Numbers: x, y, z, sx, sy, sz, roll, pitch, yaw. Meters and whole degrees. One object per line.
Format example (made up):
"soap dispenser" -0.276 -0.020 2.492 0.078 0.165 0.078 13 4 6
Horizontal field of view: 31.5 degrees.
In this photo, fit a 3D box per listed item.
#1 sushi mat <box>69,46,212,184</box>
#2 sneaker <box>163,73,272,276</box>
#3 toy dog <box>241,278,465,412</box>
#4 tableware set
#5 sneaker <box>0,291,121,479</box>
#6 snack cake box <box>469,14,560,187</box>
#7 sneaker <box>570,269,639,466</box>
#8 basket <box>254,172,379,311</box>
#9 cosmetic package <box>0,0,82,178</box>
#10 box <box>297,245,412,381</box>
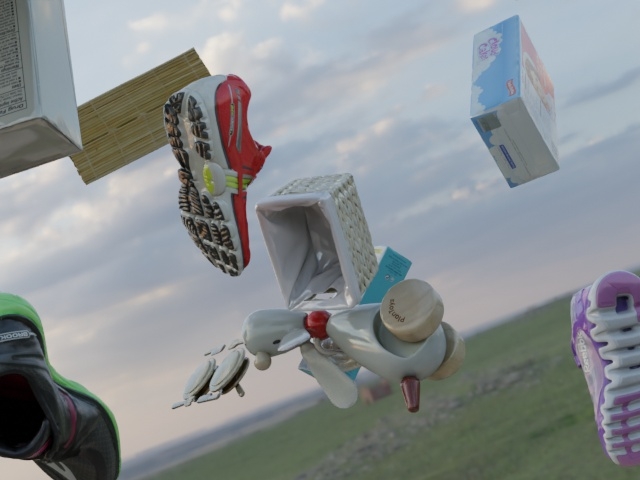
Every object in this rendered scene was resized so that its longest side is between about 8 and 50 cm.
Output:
"sushi mat" -0.344 -0.236 2.163 0.316 0.151 0.019 -28 27 -5
"sneaker" -0.108 -0.078 1.420 0.118 0.279 0.107 -31 43 -33
"toy dog" 0.044 0.167 1.574 0.220 0.161 0.333 34 -37 -31
"tableware set" -0.169 0.231 1.898 0.194 0.039 0.128 -24 31 56
"sneaker" -0.475 0.292 1.838 0.185 0.202 0.483 -13 -44 12
"snack cake box" 0.314 -0.229 1.834 0.089 0.152 0.264 -22 32 24
"sneaker" 0.357 0.155 1.388 0.095 0.236 0.104 -7 -2 -21
"basket" 0.000 0.000 1.541 0.113 0.167 0.103 -5 23 29
"cosmetic package" -0.409 -0.244 1.433 0.160 0.309 0.113 -15 -22 12
"box" 0.058 0.127 1.910 0.060 0.244 0.100 32 -11 -23
